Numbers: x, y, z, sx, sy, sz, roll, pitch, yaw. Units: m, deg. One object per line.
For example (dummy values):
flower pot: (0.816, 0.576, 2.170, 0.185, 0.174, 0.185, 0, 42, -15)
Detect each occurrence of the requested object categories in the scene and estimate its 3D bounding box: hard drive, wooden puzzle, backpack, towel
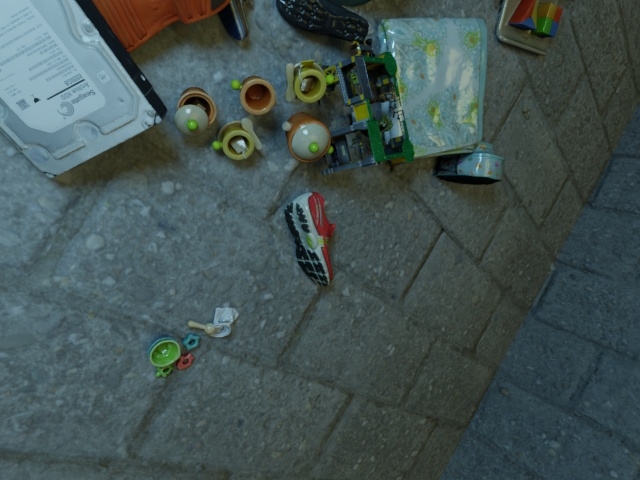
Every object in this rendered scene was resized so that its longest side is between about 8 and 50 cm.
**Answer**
hard drive: (-0.431, -0.281, 0.598, 0.237, 0.064, 0.338, -22, 127, 9)
wooden puzzle: (0.745, -0.837, 1.374, 0.323, 0.081, 0.346, -7, 110, -36)
backpack: (0.499, -0.250, 1.323, 0.166, 0.189, 0.144, 4, 103, -38)
towel: (0.320, -0.421, 1.139, 0.321, 0.090, 0.373, -13, 108, -22)

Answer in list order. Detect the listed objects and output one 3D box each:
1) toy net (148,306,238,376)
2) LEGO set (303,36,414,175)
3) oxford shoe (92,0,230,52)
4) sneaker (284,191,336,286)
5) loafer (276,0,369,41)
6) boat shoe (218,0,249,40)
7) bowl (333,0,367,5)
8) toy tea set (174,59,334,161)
toy net: (-0.293, 0.246, 0.981, 0.233, 0.045, 0.121, -24, 119, -30)
LEGO set: (0.083, -0.305, 1.019, 0.255, 0.192, 0.330, -35, 112, -46)
oxford shoe: (-0.335, -0.419, 0.682, 0.364, 0.132, 0.130, -24, 159, -15)
sneaker: (0.000, 0.000, 1.087, 0.118, 0.108, 0.278, -35, 127, -34)
loafer: (0.003, -0.511, 0.924, 0.224, 0.078, 0.076, 8, 124, -23)
boat shoe: (-0.174, -0.494, 0.794, 0.066, 0.066, 0.183, -35, 124, -25)
bowl: (0.119, -0.688, 0.872, 0.312, 0.163, 0.311, -18, 121, -33)
toy tea set: (-0.121, -0.243, 0.838, 0.337, 0.124, 0.199, -14, 130, -11)
